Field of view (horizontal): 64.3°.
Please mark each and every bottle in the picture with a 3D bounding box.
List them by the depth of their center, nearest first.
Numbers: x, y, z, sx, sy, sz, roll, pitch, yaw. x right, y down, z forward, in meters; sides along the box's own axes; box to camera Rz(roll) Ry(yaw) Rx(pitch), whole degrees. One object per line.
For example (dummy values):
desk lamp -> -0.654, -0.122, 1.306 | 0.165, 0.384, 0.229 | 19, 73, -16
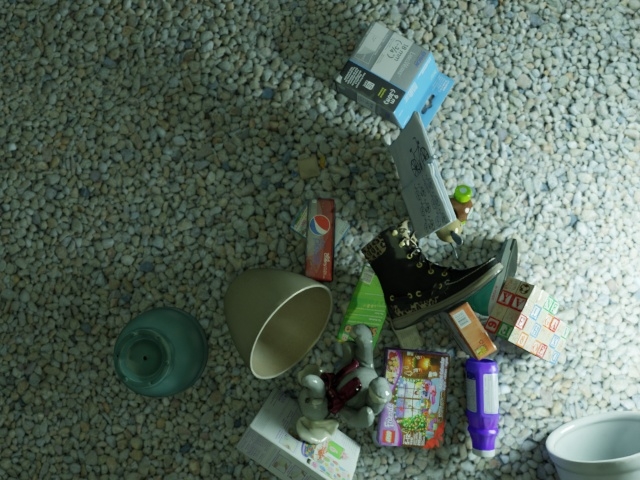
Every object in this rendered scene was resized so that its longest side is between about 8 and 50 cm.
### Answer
bottle -> 0.496, 0.509, 1.559 | 0.092, 0.118, 0.283 | 0, 83, 3

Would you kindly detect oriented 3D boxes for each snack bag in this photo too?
snack bag -> 0.291, -0.185, 1.536 | 0.037, 0.323, 0.343 | -16, 84, -7

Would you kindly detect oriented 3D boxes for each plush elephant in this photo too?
plush elephant -> 0.042, 0.441, 1.497 | 0.255, 0.330, 0.272 | -7, 44, -8

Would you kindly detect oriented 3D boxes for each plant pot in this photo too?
plant pot -> -0.519, 0.357, 1.591 | 0.293, 0.196, 0.293 | 0, 85, 2

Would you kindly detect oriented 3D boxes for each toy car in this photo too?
toy car -> 0.410, -0.047, 1.567 | 0.149, 0.155, 0.188 | -8, 56, 3

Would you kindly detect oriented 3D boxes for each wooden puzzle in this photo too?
wooden puzzle -> -0.039, -0.245, 1.716 | 0.116, 0.014, 0.079 | -6, 80, 2

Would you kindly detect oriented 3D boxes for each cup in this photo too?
cup -> -0.159, 0.216, 1.551 | 0.237, 0.331, 0.331 | 34, 87, 31

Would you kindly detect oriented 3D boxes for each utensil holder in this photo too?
utensil holder -> 0.860, 0.726, 1.419 | 0.327, 0.327, 0.386 | -18, 85, 1

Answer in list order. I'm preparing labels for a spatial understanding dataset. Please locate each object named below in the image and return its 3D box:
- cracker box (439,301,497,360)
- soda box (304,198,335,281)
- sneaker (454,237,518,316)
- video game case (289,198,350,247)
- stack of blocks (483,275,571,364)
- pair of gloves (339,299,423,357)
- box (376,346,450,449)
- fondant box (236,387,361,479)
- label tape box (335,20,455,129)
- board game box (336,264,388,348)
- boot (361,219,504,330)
cracker box -> 0.430, 0.263, 1.530 | 0.067, 0.232, 0.156 | -32, 83, 1
soda box -> 0.000, 0.000, 1.638 | 0.092, 0.083, 0.263 | 2, 86, 4
sneaker -> 0.507, 0.106, 1.603 | 0.178, 0.124, 0.295 | 7, 50, 34
video game case -> -0.002, -0.045, 1.693 | 0.166, 0.015, 0.119 | 34, 88, 5
stack of blocks -> 0.628, 0.241, 1.507 | 0.297, 0.087, 0.171 | 29, 87, -37
pair of gloves -> 0.197, 0.272, 1.638 | 0.240, 0.042, 0.204 | -12, 84, 1
box -> 0.289, 0.490, 1.587 | 0.200, 0.057, 0.293 | 6, 87, -3
fondant box -> -0.056, 0.611, 1.512 | 0.330, 0.238, 0.096 | 32, 106, 6
label tape box -> 0.251, -0.531, 1.681 | 0.333, 0.106, 0.241 | 31, 87, 6
board game box -> 0.151, 0.219, 1.615 | 0.124, 0.039, 0.259 | 20, 81, 12
boot -> 0.305, 0.068, 1.482 | 0.377, 0.138, 0.284 | -37, 74, 37
